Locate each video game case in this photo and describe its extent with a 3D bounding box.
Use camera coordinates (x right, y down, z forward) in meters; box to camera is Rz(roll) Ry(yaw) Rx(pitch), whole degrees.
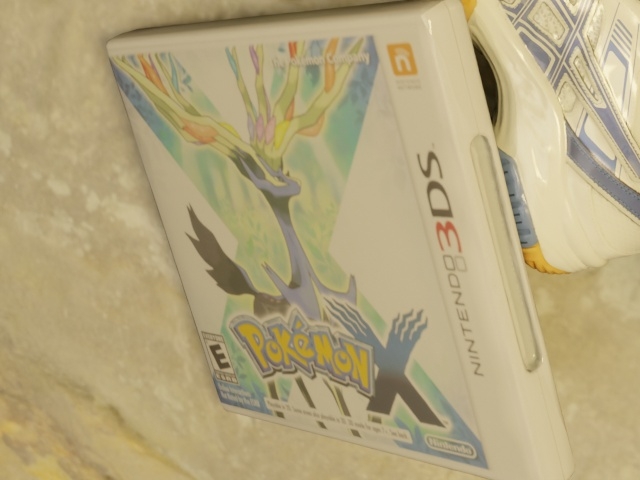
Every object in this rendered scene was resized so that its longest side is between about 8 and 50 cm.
[{"bbox_3d":[0.000,0.000,0.887,0.329,0.036,0.299,5,117,50],"label":"video game case"}]

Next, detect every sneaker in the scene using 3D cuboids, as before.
[{"bbox_3d":[0.147,-0.131,0.780,0.131,0.112,0.296,-13,107,16],"label":"sneaker"}]
